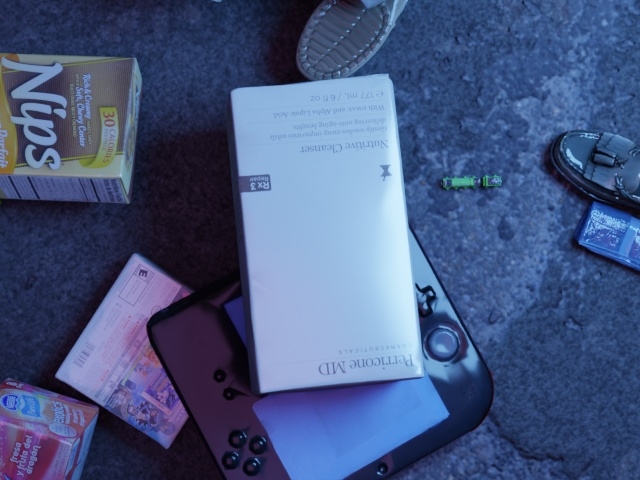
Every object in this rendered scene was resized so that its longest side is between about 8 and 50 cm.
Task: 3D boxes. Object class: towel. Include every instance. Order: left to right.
[{"bbox_3d":[0.413,-0.004,1.646,0.119,0.029,0.067,23,92,1],"label":"towel"}]

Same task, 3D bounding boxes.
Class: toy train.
[{"bbox_3d":[0.208,-0.080,1.650,0.083,0.024,0.017,-2,92,1],"label":"toy train"}]

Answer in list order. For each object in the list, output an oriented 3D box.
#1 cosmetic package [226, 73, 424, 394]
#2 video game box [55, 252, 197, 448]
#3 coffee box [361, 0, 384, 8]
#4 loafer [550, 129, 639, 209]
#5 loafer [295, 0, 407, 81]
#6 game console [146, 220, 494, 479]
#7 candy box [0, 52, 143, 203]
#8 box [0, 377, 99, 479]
[{"bbox_3d":[0.000,0.000,1.538,0.217,0.156,0.385,-7,81,-8],"label":"cosmetic package"},{"bbox_3d":[-0.230,0.150,1.656,0.187,0.048,0.205,34,92,1],"label":"video game box"},{"bbox_3d":[0.073,-0.470,1.523,0.168,0.119,0.297,-23,66,15],"label":"coffee box"},{"bbox_3d":[0.441,-0.082,1.609,0.267,0.084,0.096,26,78,-1],"label":"loafer"},{"bbox_3d":[0.066,-0.318,1.610,0.102,0.092,0.268,38,90,1],"label":"loafer"},{"bbox_3d":[0.008,0.168,1.616,0.386,0.060,0.342,-28,92,-9],"label":"game console"},{"bbox_3d":[-0.404,-0.152,1.598,0.316,0.087,0.183,2,67,2],"label":"candy box"},{"bbox_3d":[-0.412,0.356,1.597,0.142,0.154,0.300,18,102,1],"label":"box"}]
